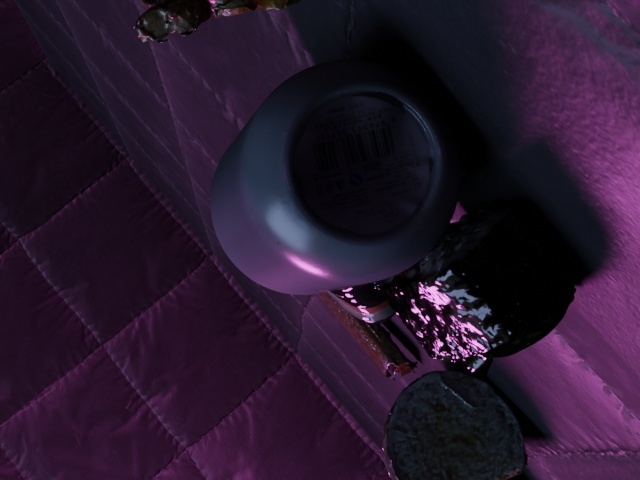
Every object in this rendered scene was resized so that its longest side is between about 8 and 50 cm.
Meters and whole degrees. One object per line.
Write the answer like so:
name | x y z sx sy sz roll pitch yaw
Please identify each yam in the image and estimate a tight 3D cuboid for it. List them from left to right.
yam | 0.193 0.307 1.480 0.271 0.202 0.202 72 178 -67

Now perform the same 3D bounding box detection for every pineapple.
pineapple | -0.123 -0.271 0.858 0.250 0.164 0.140 43 160 51

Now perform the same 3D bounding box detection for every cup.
cup | 0.005 -0.051 0.935 0.205 0.205 0.312 51 169 -4

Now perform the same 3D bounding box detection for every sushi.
sushi | 0.148 0.047 0.908 0.127 0.124 0.225 51 164 -4

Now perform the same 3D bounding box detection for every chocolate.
chocolate | 0.051 0.122 1.743 0.329 0.065 0.102 48 170 23

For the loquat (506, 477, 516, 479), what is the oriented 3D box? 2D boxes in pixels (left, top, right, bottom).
loquat | 0.251 0.442 1.688 0.213 0.213 0.213 48 169 12

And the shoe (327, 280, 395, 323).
shoe | 0.000 0.000 1.382 0.291 0.114 0.137 42 172 29
